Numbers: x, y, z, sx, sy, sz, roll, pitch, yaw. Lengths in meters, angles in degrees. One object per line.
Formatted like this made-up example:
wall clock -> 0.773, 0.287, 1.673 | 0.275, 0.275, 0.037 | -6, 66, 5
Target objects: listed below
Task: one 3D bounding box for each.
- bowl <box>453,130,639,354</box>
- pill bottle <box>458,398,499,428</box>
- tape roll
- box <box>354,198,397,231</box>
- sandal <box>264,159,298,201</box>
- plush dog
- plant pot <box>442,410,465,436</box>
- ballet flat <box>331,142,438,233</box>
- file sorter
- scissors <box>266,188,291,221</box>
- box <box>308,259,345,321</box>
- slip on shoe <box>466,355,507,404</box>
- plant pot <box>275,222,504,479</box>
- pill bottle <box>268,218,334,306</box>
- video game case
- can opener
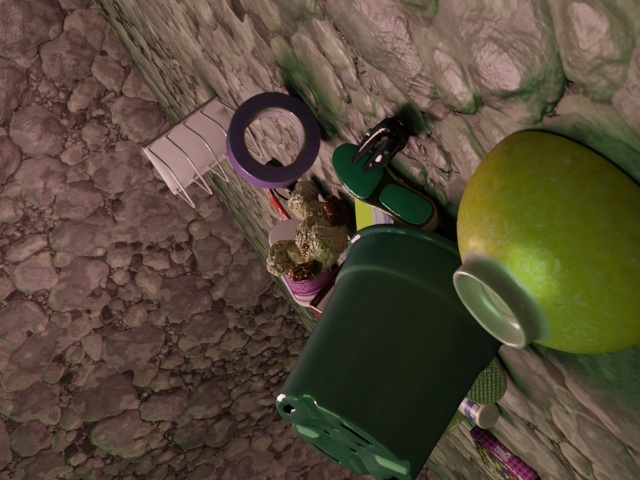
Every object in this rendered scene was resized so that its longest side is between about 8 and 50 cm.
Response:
bowl -> 0.252, 0.035, 0.735 | 0.289, 0.156, 0.289 | 49, 168, 15
pill bottle -> 0.384, 0.413, 1.567 | 0.067, 0.067, 0.120 | 58, 168, -24
tape roll -> -0.099, -0.206, 1.300 | 0.189, 0.189, 0.080 | 54, 168, -5
box -> 0.122, -0.024, 1.231 | 0.178, 0.042, 0.109 | -141, 42, -63
sandal -> -0.091, -0.143, 1.789 | 0.254, 0.054, 0.097 | 46, 166, 31
plush dog -> 0.000, 0.000, 1.556 | 0.210, 0.262, 0.225 | 21, -175, -11
plant pot -> 0.245, 0.437, 1.835 | 0.256, 0.256, 0.274 | 70, 176, -56
ballet flat -> 0.116, -0.085, 1.122 | 0.248, 0.086, 0.086 | 45, 166, 31
file sorter -> -0.345, -0.261, 1.881 | 0.173, 0.278, 0.193 | 38, 162, 45
scissors -> -0.177, -0.162, 2.153 | 0.297, 0.021, 0.109 | 58, 169, -32
box -> 0.103, 0.194, 1.675 | 0.168, 0.167, 0.203 | 25, 155, 33
slip on shoe -> 0.272, 0.205, 1.330 | 0.331, 0.123, 0.101 | 47, -161, 3
plant pot -> 0.115, 0.208, 1.075 | 0.341, 0.334, 0.341 | 26, 151, 16
pill bottle -> -0.059, 0.071, 2.026 | 0.169, 0.169, 0.301 | 43, 165, 39
video game case -> 0.533, 0.651, 1.763 | 0.232, 0.042, 0.210 | 37, 160, 53
can opener -> 0.087, -0.151, 1.014 | 0.059, 0.073, 0.186 | 47, 166, -7
